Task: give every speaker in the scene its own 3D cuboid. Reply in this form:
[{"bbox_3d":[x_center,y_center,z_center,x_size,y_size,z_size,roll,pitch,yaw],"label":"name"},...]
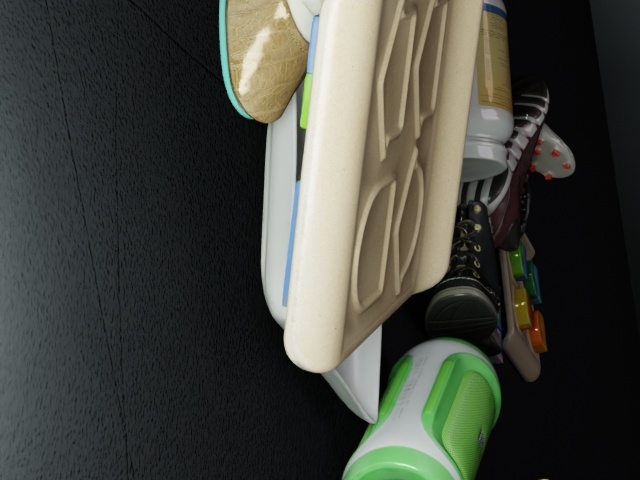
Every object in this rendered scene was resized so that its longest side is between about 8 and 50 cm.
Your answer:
[{"bbox_3d":[0.105,0.203,1.904,0.296,0.131,0.131,-57,138,-65],"label":"speaker"}]

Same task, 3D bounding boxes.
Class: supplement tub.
[{"bbox_3d":[0.144,-0.175,2.145,0.144,0.144,0.200,32,54,-69],"label":"supplement tub"}]

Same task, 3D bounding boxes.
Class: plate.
[{"bbox_3d":[0.000,0.000,1.767,0.277,0.045,0.278,53,35,-58],"label":"plate"}]

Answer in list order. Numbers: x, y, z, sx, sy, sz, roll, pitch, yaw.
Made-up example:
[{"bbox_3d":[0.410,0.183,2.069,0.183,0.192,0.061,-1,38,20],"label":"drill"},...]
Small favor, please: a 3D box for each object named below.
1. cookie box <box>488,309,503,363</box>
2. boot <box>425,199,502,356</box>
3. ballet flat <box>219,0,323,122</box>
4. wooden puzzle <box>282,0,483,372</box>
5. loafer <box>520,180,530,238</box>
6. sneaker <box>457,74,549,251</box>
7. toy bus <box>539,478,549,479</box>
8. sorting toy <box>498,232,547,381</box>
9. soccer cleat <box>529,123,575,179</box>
[{"bbox_3d":[0.206,0.097,2.432,0.092,0.040,0.107,49,38,-64],"label":"cookie box"},{"bbox_3d":[0.167,0.032,2.254,0.236,0.085,0.178,59,27,-68],"label":"boot"},{"bbox_3d":[-0.014,-0.268,1.672,0.116,0.124,0.342,43,42,-49],"label":"ballet flat"},{"bbox_3d":[0.043,-0.080,1.638,0.348,0.080,0.322,-27,126,-67],"label":"wooden puzzle"},{"bbox_3d":[0.268,-0.075,2.679,0.061,0.062,0.170,52,36,-69],"label":"loafer"},{"bbox_3d":[0.235,-0.085,2.515,0.281,0.106,0.162,-60,149,-42],"label":"sneaker"},{"bbox_3d":[0.219,0.372,2.077,0.220,0.211,0.149,-76,155,-47],"label":"toy bus"},{"bbox_3d":[0.293,0.081,2.740,0.193,0.038,0.208,50,37,-62],"label":"sorting toy"},{"bbox_3d":[0.284,-0.158,2.631,0.196,0.068,0.076,35,45,-26],"label":"soccer cleat"}]
